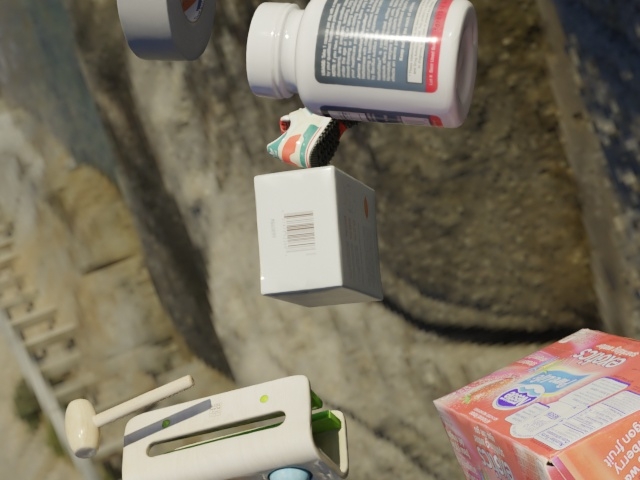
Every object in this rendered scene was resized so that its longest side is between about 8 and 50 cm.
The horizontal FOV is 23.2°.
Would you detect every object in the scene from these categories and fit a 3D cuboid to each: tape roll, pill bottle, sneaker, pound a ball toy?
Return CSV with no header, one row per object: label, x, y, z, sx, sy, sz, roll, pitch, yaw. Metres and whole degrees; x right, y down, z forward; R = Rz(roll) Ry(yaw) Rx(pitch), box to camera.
tape roll,-0.207,-0.355,2.126,0.219,0.072,0.219,4,-90,-76
pill bottle,0.035,-0.155,1.307,0.108,0.180,0.108,7,-90,-75
sneaker,-0.004,-0.142,1.768,0.075,0.161,0.057,12,137,24
pound a ball toy,-0.149,0.272,2.014,0.208,0.319,0.136,50,-150,-50

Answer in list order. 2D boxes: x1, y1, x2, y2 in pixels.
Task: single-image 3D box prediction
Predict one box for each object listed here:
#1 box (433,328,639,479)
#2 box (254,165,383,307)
box,0.210,0.170,1.171,0.300,0.154,0.142,-173,60,-79
box,0.000,0.000,1.690,0.170,0.091,0.130,25,-121,-71
